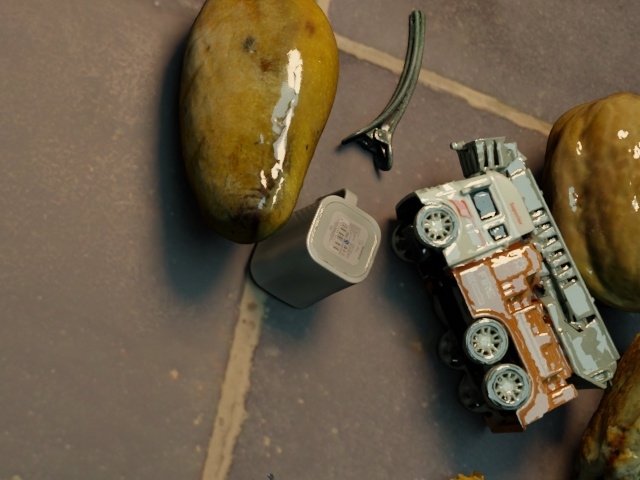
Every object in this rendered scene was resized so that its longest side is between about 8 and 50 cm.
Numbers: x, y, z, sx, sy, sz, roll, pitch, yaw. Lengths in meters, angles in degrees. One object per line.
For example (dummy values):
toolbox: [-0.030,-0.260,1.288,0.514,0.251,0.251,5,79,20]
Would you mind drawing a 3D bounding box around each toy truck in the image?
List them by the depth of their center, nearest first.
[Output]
toy truck: [0.213,0.044,1.578,0.184,0.133,0.338,-22,86,-13]

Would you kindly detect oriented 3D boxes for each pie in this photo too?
pie: [0.388,0.196,1.577,0.105,0.257,0.274,26,65,11]

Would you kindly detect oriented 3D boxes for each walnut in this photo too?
walnut: [0.398,-0.047,1.656,0.283,0.227,0.283,3,82,-18]

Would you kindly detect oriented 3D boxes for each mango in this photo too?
mango: [-0.071,-0.144,1.492,0.176,0.176,0.329,5,74,-8]

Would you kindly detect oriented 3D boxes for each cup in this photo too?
cup: [0.000,0.000,1.518,0.095,0.129,0.128,33,61,-21]

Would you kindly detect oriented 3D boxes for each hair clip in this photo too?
hair clip: [0.096,-0.194,1.669,0.070,0.039,0.229,32,61,-15]

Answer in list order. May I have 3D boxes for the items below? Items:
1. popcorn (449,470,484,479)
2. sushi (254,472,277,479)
popcorn: [0.173,0.310,1.555,0.082,0.057,0.083,18,73,-13]
sushi: [-0.059,0.431,1.417,0.290,0.050,0.264,-42,96,-28]
